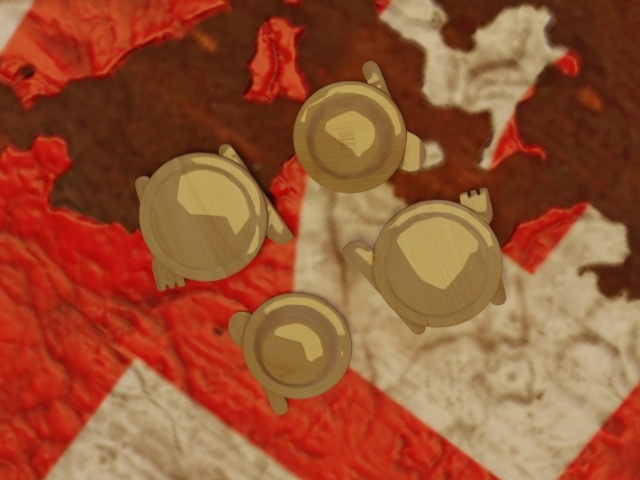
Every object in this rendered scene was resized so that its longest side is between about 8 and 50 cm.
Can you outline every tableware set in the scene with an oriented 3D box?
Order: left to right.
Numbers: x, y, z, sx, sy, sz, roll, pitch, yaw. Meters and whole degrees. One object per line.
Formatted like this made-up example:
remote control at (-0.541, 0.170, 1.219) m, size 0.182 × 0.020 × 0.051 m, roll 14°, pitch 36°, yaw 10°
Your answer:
tableware set at (0.000, 0.000, 0.830) m, size 0.169 × 0.020 × 0.141 m, roll -28°, pitch 96°, yaw 11°
